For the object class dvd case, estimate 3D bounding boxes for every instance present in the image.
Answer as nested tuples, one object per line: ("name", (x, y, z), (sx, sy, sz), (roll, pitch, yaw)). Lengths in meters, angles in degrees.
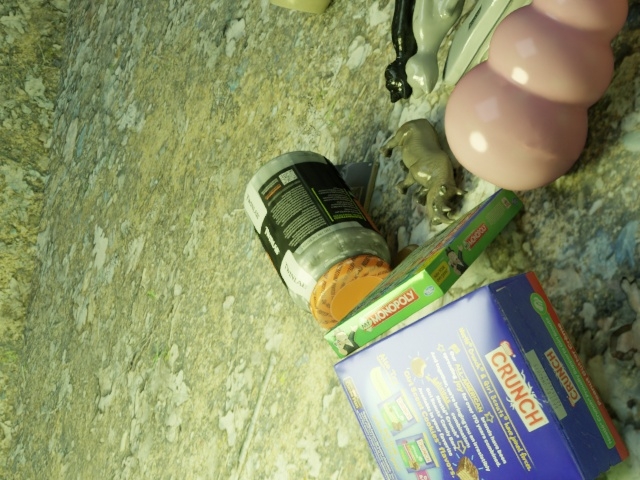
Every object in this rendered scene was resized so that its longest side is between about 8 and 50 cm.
("dvd case", (0.034, -0.044, 1.827), (0.164, 0.018, 0.221), (0, 74, 54))

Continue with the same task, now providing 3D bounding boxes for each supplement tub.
("supplement tub", (0.000, 0.000, 1.671), (0.193, 0.194, 0.316), (-54, 43, 23))

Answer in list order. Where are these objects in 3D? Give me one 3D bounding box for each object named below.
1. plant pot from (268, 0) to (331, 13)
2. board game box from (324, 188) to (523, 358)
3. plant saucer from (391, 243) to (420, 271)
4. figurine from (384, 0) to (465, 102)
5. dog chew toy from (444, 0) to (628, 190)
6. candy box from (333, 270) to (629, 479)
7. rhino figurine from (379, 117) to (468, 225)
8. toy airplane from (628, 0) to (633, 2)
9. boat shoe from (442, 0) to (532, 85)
("plant pot", (-0.027, -0.644, 2.045), (0.256, 0.256, 0.274), (39, 122, 55))
("board game box", (0.159, 0.042, 1.392), (0.046, 0.317, 0.213), (51, 129, 0))
("plant saucer", (0.147, 0.044, 1.623), (0.083, 0.015, 0.083), (-29, 51, 44))
("figurine", (0.179, -0.353, 1.684), (0.215, 0.092, 0.209), (-154, 75, -77))
("dog chew toy", (0.315, -0.239, 1.331), (0.332, 0.207, 0.206), (-65, 33, 23))
("candy box", (0.202, 0.224, 1.265), (0.317, 0.122, 0.268), (-34, 77, 44))
("rhino figurine", (0.182, -0.115, 1.603), (0.106, 0.073, 0.243), (-52, 39, 30))
("toy airplane", (0.512, -0.428, 1.164), (0.386, 0.272, 0.384), (46, 150, 44))
("boat shoe", (0.283, -0.340, 1.555), (0.267, 0.088, 0.096), (120, 165, -53))
